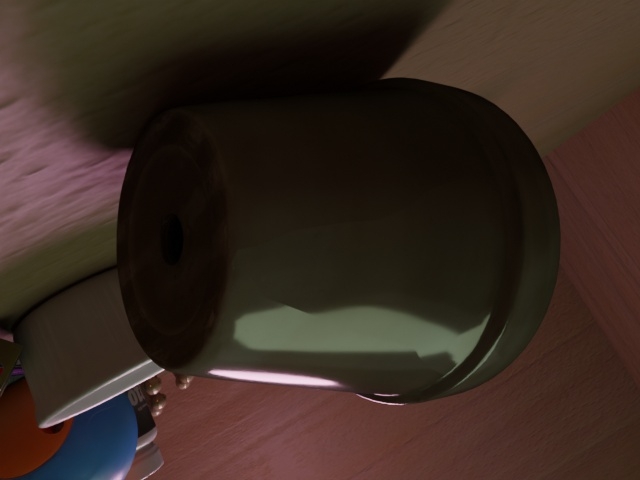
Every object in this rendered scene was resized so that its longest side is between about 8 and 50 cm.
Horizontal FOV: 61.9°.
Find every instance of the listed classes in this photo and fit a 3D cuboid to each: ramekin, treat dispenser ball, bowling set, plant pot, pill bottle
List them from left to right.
[{"bbox_3d":[-0.501,0.385,1.018,0.288,0.288,0.288,-29,172,-4],"label":"treat dispenser ball"},{"bbox_3d":[-0.487,0.425,1.260,0.161,0.283,0.161,-24,177,-1],"label":"pill bottle"},{"bbox_3d":[-0.290,0.138,0.772,0.277,0.135,0.277,-29,172,-4],"label":"ramekin"},{"bbox_3d":[-0.370,0.329,1.360,0.199,0.154,0.287,-22,165,-22],"label":"bowling set"},{"bbox_3d":[-0.010,-0.001,0.473,0.280,0.323,0.323,1,153,-40],"label":"plant pot"}]

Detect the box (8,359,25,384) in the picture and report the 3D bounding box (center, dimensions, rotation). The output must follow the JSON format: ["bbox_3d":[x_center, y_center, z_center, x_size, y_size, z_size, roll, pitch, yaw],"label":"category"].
[{"bbox_3d":[-0.534,0.224,0.825,0.162,0.029,0.116,-30,171,-8],"label":"box"}]

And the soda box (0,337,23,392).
[{"bbox_3d":[-0.435,0.175,0.683,0.181,0.061,0.058,-39,-148,47],"label":"soda box"}]
